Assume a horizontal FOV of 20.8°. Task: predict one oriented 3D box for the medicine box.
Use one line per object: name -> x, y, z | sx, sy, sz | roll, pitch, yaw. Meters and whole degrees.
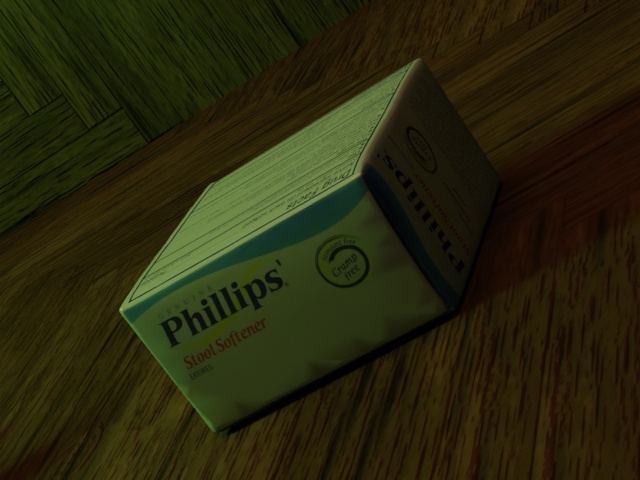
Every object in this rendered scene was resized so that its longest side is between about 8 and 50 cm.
medicine box -> 0.000, 0.000, 1.573 | 0.263, 0.149, 0.289 | -29, 15, 25
